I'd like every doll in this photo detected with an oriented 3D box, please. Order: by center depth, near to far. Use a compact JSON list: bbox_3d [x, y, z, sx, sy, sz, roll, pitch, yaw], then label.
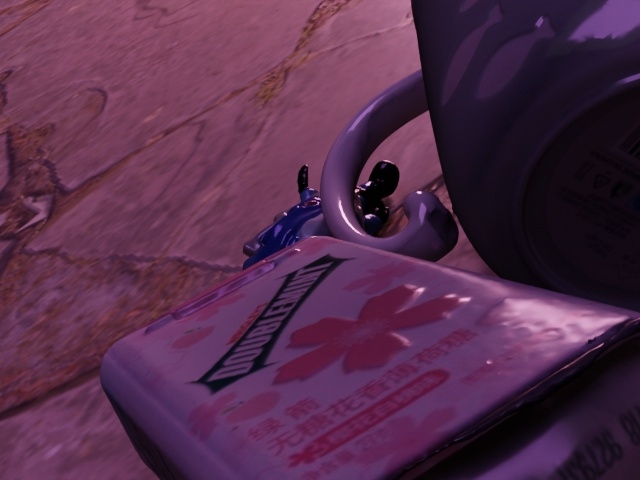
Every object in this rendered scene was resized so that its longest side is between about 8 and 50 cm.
[{"bbox_3d":[0.000,0.000,0.879,0.096,0.070,0.195,25,47,8],"label":"doll"}]

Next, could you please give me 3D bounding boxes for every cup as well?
[{"bbox_3d":[0.152,-0.086,0.762,0.356,0.259,0.274,-28,34,20],"label":"cup"}]

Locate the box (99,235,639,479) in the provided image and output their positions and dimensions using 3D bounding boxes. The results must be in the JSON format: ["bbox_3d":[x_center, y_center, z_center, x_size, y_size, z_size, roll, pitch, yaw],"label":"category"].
[{"bbox_3d":[0.018,0.091,0.584,0.190,0.112,0.369,-30,17,-15],"label":"box"}]
